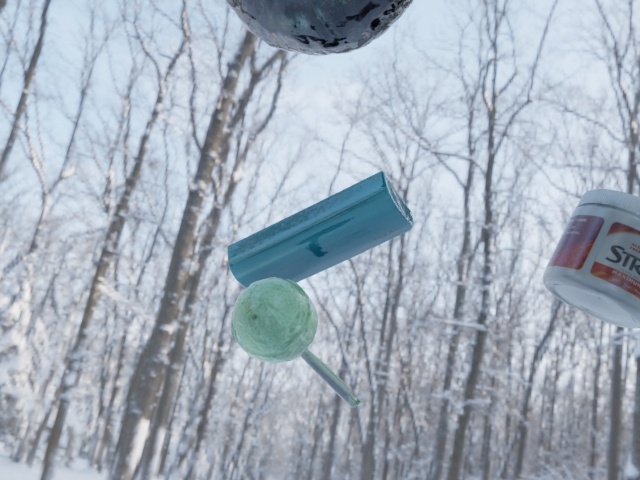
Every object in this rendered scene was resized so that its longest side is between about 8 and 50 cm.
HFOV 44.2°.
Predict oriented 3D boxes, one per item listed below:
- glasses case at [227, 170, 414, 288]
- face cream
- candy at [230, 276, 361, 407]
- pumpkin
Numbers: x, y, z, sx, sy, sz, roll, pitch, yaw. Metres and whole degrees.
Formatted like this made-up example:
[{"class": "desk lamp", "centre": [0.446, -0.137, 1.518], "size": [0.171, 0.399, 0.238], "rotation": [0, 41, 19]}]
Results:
[{"class": "glasses case", "centre": [0.001, 0.001, 1.314], "size": [0.300, 0.070, 0.117], "rotation": [-27, -45, 16]}, {"class": "face cream", "centre": [0.528, 0.035, 1.421], "size": [0.201, 0.187, 0.201], "rotation": [28, -9, 5]}, {"class": "candy", "centre": [-0.015, 0.184, 1.219], "size": [0.119, 0.119, 0.440], "rotation": [3, -27, 22]}, {"class": "pumpkin", "centre": [0.012, -0.420, 1.149], "size": [0.315, 0.316, 0.238], "rotation": [1, 0, 27]}]
